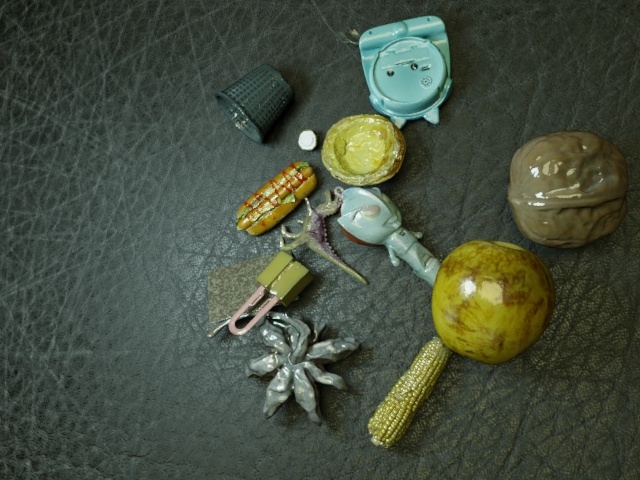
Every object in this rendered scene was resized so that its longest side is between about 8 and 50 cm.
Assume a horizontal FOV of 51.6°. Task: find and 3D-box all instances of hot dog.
[{"bbox_3d":[-0.117,-0.105,1.693,0.250,0.076,0.104,-37,74,1],"label":"hot dog"}]

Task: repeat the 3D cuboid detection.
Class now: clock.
[{"bbox_3d":[0.223,-0.416,1.667,0.223,0.094,0.274,-11,76,12],"label":"clock"}]

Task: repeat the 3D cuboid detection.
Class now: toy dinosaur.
[{"bbox_3d":[0.000,-0.002,1.650,0.199,0.072,0.251,-9,67,0],"label":"toy dinosaur"}]

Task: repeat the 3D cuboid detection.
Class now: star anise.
[{"bbox_3d":[-0.078,0.290,1.570,0.359,0.139,0.316,-20,66,5],"label":"star anise"}]

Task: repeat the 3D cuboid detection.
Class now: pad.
[{"bbox_3d":[-0.174,0.112,1.668,0.234,0.003,0.158,-16,53,9],"label":"pad"}]

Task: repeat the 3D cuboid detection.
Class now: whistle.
[{"bbox_3d":[0.165,-0.014,1.587,0.346,0.142,0.134,42,119,6],"label":"whistle"}]

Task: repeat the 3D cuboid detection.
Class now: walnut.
[{"bbox_3d":[0.540,-0.115,1.465,0.273,0.273,0.227,-22,43,8],"label":"walnut"}]

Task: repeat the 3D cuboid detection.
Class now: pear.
[{"bbox_3d":[0.371,0.131,1.435,0.280,0.281,0.281,-2,78,12],"label":"pear"}]

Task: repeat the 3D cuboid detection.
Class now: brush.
[{"bbox_3d":[-0.131,0.139,1.603,0.103,0.047,0.233,34,74,34],"label":"brush"}]

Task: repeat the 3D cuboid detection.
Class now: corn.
[{"bbox_3d":[0.205,0.350,1.524,0.086,0.086,0.288,34,86,17],"label":"corn"}]

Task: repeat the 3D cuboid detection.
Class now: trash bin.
[{"bbox_3d":[-0.161,-0.367,1.717,0.175,0.175,0.161,40,79,17],"label":"trash bin"}]

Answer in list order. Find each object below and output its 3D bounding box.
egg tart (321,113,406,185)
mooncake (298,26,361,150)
[{"bbox_3d":[0.110,-0.217,1.643,0.212,0.090,0.213,-5,63,11],"label":"egg tart"},{"bbox_3d":[0.023,-0.401,1.729,0.150,0.057,0.347,39,86,4],"label":"mooncake"}]
